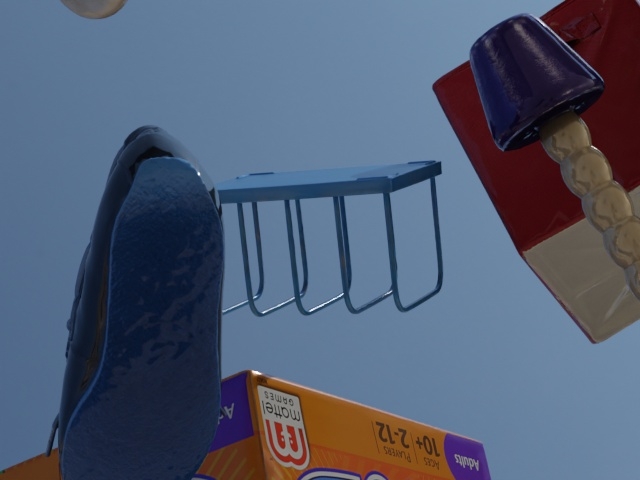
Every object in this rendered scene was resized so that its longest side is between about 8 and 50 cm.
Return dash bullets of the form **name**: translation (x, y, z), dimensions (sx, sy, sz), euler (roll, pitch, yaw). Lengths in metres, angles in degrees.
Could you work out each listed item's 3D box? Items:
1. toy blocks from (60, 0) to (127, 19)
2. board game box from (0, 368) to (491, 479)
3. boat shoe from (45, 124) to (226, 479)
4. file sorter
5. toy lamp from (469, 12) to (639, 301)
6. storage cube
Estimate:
- **toy blocks**: translation (-0.049, -0.134, 0.481), dimensions (0.148, 0.054, 0.123), euler (-22, -36, -42)
- **board game box**: translation (-0.064, 0.356, 1.180), dimensions (0.356, 0.356, 0.356), euler (24, -132, -52)
- **boat shoe**: translation (-0.097, 0.053, 0.853), dimensions (0.109, 0.089, 0.258), euler (7, -57, -20)
- **file sorter**: translation (0.000, 0.000, 1.122), dimensions (0.118, 0.170, 0.104), euler (-23, -72, -65)
- **toy lamp**: translation (0.177, -0.013, 0.886), dimensions (0.080, 0.080, 0.275), euler (-23, -102, -20)
- **storage cube**: translation (0.236, -0.064, 1.199), dimensions (0.183, 0.193, 0.215), euler (-31, -39, 11)
